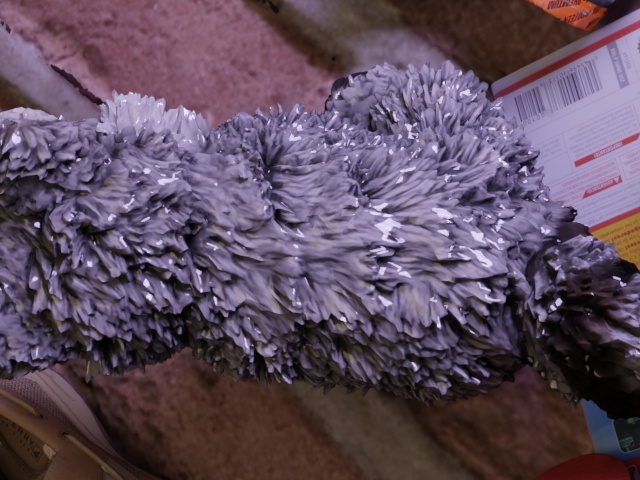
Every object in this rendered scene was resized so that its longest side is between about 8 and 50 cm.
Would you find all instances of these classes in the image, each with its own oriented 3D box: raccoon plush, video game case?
[{"bbox_3d":[0.000,0.000,0.909,0.446,0.299,0.216,-1,92,54],"label":"raccoon plush"},{"bbox_3d":[0.221,-0.002,0.959,0.204,0.025,0.285,-25,70,33],"label":"video game case"}]

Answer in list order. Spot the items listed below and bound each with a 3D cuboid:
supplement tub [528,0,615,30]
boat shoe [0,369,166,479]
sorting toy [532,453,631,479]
[{"bbox_3d":[0.175,-0.225,0.963,0.117,0.117,0.190,46,113,32],"label":"supplement tub"},{"bbox_3d":[-0.175,0.209,1.194,0.341,0.110,0.122,36,107,36],"label":"boat shoe"},{"bbox_3d":[0.237,0.174,0.851,0.365,0.127,0.126,-23,111,47],"label":"sorting toy"}]
